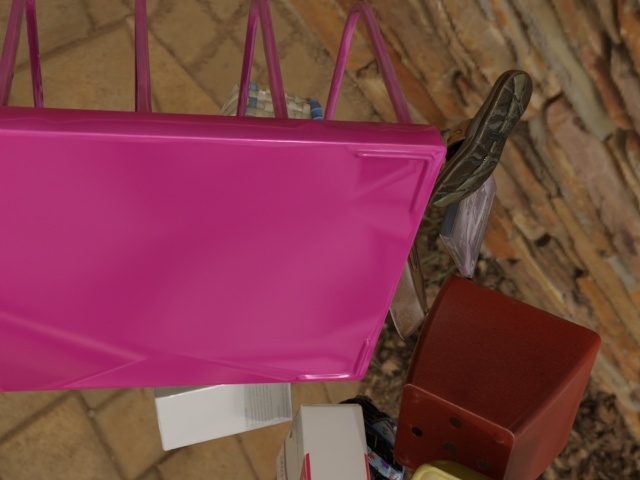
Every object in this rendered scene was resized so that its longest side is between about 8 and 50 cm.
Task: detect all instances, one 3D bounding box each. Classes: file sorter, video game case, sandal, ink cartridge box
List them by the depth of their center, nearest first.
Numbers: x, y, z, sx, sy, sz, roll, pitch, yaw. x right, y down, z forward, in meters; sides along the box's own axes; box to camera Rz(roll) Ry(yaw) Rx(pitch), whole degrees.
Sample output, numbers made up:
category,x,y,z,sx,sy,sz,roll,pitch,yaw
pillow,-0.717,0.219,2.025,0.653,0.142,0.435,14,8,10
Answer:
category,x,y,z,sx,sy,sz,roll,pitch,yaw
file sorter,-0.109,-0.041,0.494,0.290,0.182,0.202,0,136,-13
sandal,0.210,-0.142,1.119,0.090,0.060,0.219,5,119,-43
ink cartridge box,0.000,0.378,1.251,0.100,0.237,0.172,3,55,-12
video game case,0.276,-0.058,1.490,0.274,0.026,0.196,45,60,-66

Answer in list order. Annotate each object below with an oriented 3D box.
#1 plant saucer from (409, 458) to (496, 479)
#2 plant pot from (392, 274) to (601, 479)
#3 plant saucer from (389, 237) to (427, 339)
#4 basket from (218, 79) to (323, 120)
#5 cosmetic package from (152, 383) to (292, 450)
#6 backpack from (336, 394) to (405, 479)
category,x,y,z,sx,sy,sz,roll,pitch,yaw
plant saucer,0.241,0.459,1.152,0.081,0.332,0.333,-60,173,-55
plant pot,0.256,0.260,1.300,0.236,0.267,0.267,-40,144,-46
plant saucer,0.078,0.012,0.794,0.168,0.029,0.168,-12,90,-79
basket,-0.043,-0.123,1.339,0.289,0.255,0.201,21,122,-13
cosmetic package,-0.167,0.267,1.388,0.231,0.085,0.117,-9,118,-14
backpack,0.086,0.391,1.496,0.117,0.173,0.158,-6,128,-59
